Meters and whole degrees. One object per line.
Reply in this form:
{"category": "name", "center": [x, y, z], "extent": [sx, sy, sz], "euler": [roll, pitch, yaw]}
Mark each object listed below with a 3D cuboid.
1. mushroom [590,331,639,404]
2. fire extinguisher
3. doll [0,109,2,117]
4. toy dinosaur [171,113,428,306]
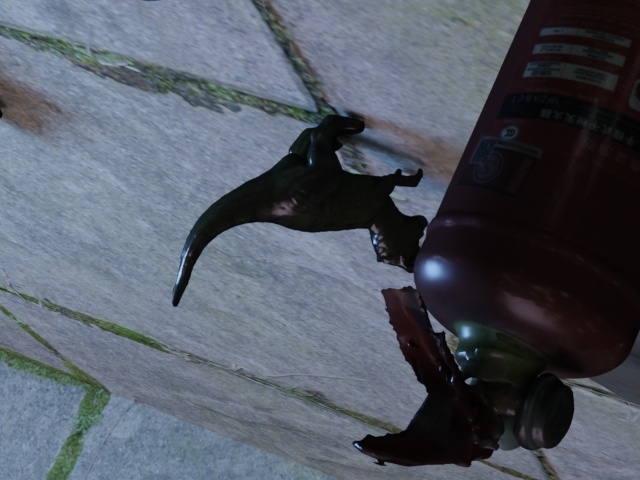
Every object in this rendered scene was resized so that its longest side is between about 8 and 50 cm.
{"category": "mushroom", "center": [0.228, 0.021, 1.129], "extent": [0.154, 0.137, 0.407], "euler": [29, 166, 31]}
{"category": "fire extinguisher", "center": [0.106, -0.040, 0.751], "extent": [0.106, 0.337, 0.147], "euler": [11, 158, 37]}
{"category": "doll", "center": [-0.421, -0.128, 1.628], "extent": [0.144, 0.135, 0.234], "euler": [-1, 154, 45]}
{"category": "toy dinosaur", "center": [0.000, 0.000, 1.318], "extent": [0.187, 0.179, 0.087], "euler": [26, 165, -11]}
